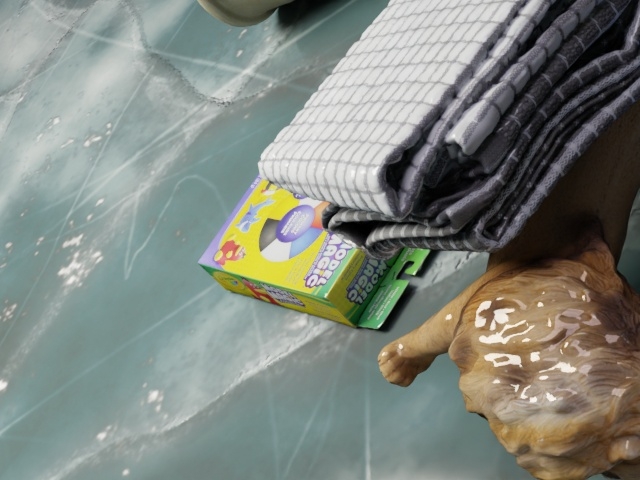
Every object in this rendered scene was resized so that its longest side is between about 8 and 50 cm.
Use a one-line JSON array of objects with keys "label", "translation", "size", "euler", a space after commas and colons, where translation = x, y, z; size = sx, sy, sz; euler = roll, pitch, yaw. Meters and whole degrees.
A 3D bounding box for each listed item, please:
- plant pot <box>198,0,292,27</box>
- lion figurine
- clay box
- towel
[{"label": "plant pot", "translation": [0.022, -0.415, 1.440], "size": [0.306, 0.334, 0.333], "euler": [-6, 48, 25]}, {"label": "lion figurine", "translation": [0.171, -0.007, 0.943], "size": [0.240, 0.142, 0.392], "euler": [-36, 34, 55]}, {"label": "clay box", "translation": [0.000, 0.000, 1.220], "size": [0.222, 0.053, 0.127], "euler": [11, 62, 50]}, {"label": "towel", "translation": [0.114, -0.107, 0.930], "size": [0.283, 0.121, 0.235], "euler": [-51, 19, -12]}]
